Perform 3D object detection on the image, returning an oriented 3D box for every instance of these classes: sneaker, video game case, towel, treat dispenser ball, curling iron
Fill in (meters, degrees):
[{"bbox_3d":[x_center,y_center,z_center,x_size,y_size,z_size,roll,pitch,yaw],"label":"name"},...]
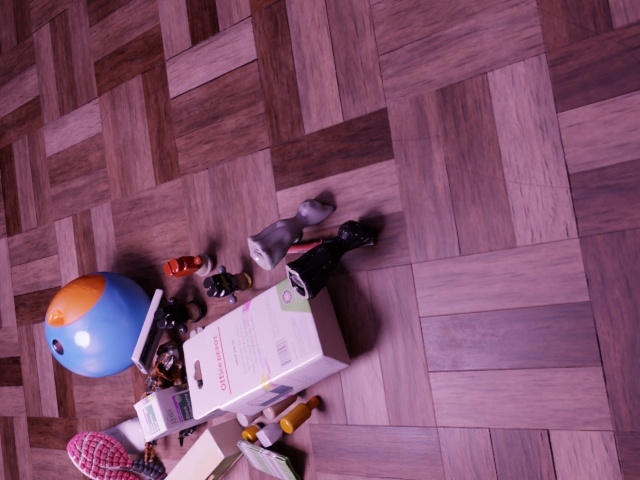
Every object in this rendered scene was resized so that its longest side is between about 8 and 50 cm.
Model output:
[{"bbox_3d":[-0.605,0.597,1.769,0.297,0.129,0.111,-29,72,32],"label":"sneaker"},{"bbox_3d":[-0.445,0.243,1.586,0.022,0.173,0.191,15,66,-1],"label":"video game case"},{"bbox_3d":[-0.580,0.646,1.680,0.299,0.121,0.112,41,129,-19],"label":"sneaker"},{"bbox_3d":[-0.120,0.531,1.443,0.151,0.023,0.113,6,135,34],"label":"towel"},{"bbox_3d":[-0.602,0.230,1.655,0.288,0.288,0.289,1,92,37],"label":"treat dispenser ball"},{"bbox_3d":[0.000,0.000,1.355,0.273,0.035,0.068,2,93,37],"label":"curling iron"}]

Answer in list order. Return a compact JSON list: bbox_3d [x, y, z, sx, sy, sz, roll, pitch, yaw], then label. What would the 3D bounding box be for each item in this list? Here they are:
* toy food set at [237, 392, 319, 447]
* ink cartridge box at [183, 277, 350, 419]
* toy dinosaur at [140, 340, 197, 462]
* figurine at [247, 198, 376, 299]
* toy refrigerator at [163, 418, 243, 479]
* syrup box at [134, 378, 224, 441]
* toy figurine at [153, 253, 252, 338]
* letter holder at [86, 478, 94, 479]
[{"bbox_3d":[-0.109,0.409,1.435,0.111,0.104,0.232,55,139,6],"label":"toy food set"},{"bbox_3d":[-0.129,0.249,1.336,0.353,0.119,0.207,-31,55,20],"label":"ink cartridge box"},{"bbox_3d":[-0.424,0.449,1.644,0.218,0.164,0.322,25,123,55],"label":"toy dinosaur"},{"bbox_3d":[-0.021,-0.002,1.285,0.214,0.209,0.092,32,151,38],"label":"figurine"},{"bbox_3d":[-0.298,0.588,1.557,0.094,0.102,0.270,51,118,23],"label":"toy refrigerator"},{"bbox_3d":[-0.327,0.409,1.488,0.096,0.236,0.093,-35,70,32],"label":"syrup box"},{"bbox_3d":[-0.294,0.149,1.520,0.209,0.148,0.213,18,100,29],"label":"toy figurine"},{"bbox_3d":[-0.636,0.832,1.746,0.301,0.214,0.152,7,95,36],"label":"letter holder"}]
